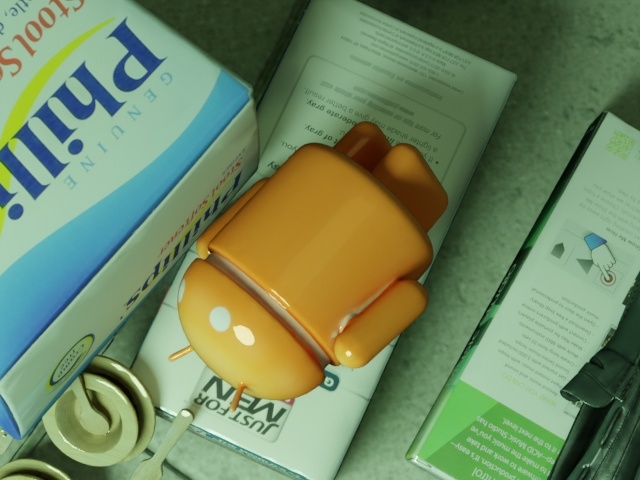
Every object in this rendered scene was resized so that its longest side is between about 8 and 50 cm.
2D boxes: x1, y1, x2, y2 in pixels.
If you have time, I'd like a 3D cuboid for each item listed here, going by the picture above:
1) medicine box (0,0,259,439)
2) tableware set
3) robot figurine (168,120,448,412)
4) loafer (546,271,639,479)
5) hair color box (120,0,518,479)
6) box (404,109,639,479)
[{"bbox_3d":[-0.231,-0.063,1.126,0.289,0.149,0.263,36,73,12],"label":"medicine box"},{"bbox_3d":[-0.189,0.167,1.210,0.128,0.039,0.194,33,117,2],"label":"tableware set"},{"bbox_3d":[-0.009,0.021,1.149,0.158,0.128,0.219,42,81,5],"label":"robot figurine"},{"bbox_3d":[0.219,0.116,1.229,0.078,0.076,0.223,19,83,-9],"label":"loafer"},{"bbox_3d":[0.000,0.000,1.272,0.174,0.105,0.347,25,79,2],"label":"hair color box"},{"bbox_3d":[0.243,0.092,1.304,0.232,0.058,0.322,31,78,1],"label":"box"}]
